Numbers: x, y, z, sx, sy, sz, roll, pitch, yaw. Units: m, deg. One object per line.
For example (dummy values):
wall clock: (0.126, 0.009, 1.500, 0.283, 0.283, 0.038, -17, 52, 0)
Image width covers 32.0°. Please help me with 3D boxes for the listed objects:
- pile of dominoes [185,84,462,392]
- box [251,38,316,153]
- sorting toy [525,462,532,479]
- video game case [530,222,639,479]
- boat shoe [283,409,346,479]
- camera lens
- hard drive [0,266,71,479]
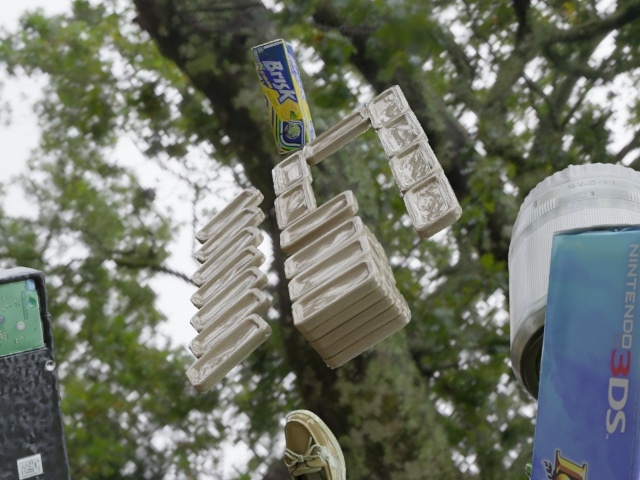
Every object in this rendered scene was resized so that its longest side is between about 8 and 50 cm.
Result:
pile of dominoes: (0.000, 0.000, 0.756, 0.196, 0.251, 0.040, -33, -66, 10)
box: (-0.055, -0.221, 1.718, 0.054, 0.059, 0.169, -15, -89, 13)
sorting toy: (0.200, 0.222, 0.945, 0.061, 0.042, 0.102, 25, -3, -17)
video game case: (0.194, 0.144, 0.491, 0.061, 0.244, 0.269, -3, -102, 56)
boat shoe: (-0.005, 0.253, 1.160, 0.056, 0.048, 0.153, -15, -88, 31)
camera lens: (0.338, 0.066, 1.340, 0.219, 0.274, 0.219, 4, -49, 5)
hard drive: (-0.363, 0.209, 1.065, 0.064, 0.237, 0.339, 8, -74, 54)
